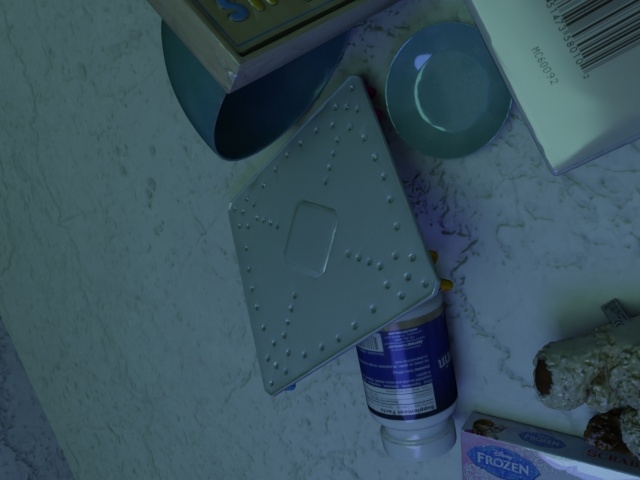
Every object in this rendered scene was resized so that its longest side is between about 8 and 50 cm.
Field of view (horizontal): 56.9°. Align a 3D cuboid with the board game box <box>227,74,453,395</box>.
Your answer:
[{"bbox_3d":[0.000,0.000,0.959,0.390,0.050,0.389,-40,53,37],"label":"board game box"}]

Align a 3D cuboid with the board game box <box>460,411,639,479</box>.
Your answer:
[{"bbox_3d":[0.387,0.460,0.936,0.319,0.066,0.317,4,108,34],"label":"board game box"}]

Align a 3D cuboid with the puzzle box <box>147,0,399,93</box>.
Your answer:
[{"bbox_3d":[-0.048,-0.371,0.730,0.272,0.409,0.052,49,146,1],"label":"puzzle box"}]

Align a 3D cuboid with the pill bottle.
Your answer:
[{"bbox_3d":[0.142,0.213,0.970,0.153,0.153,0.264,-3,104,36],"label":"pill bottle"}]

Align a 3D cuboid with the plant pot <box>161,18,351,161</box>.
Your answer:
[{"bbox_3d":[-0.122,-0.292,0.885,0.195,0.290,0.290,42,125,10],"label":"plant pot"}]

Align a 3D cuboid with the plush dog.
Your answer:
[{"bbox_3d":[0.447,0.217,0.769,0.262,0.211,0.225,11,130,62],"label":"plush dog"}]

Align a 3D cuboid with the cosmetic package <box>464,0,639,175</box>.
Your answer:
[{"bbox_3d":[0.265,-0.193,0.597,0.155,0.365,0.196,-27,88,22],"label":"cosmetic package"}]

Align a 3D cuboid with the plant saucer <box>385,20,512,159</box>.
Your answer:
[{"bbox_3d":[0.189,-0.217,0.863,0.195,0.037,0.194,12,113,31],"label":"plant saucer"}]
